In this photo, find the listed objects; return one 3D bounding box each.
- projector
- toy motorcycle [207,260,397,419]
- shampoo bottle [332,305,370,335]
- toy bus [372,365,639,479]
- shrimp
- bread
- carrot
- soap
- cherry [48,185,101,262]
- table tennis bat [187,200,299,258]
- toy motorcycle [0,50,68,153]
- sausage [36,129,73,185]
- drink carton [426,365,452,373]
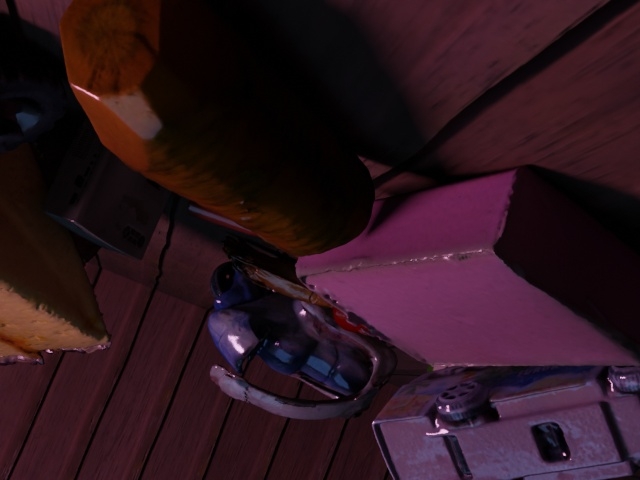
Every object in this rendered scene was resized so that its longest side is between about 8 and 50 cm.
[{"bbox_3d":[-0.228,-0.054,1.093,0.061,0.115,0.147,20,170,21],"label":"projector"},{"bbox_3d":[-0.038,0.155,1.576,0.319,0.182,0.241,22,-163,-6],"label":"toy motorcycle"},{"bbox_3d":[0.171,0.079,1.006,0.314,0.076,0.118,8,178,29],"label":"shampoo bottle"},{"bbox_3d":[0.215,0.143,0.857,0.329,0.109,0.136,-18,-169,31],"label":"toy bus"},{"bbox_3d":[-0.047,0.049,1.485,0.236,0.053,0.133,21,-168,-19],"label":"shrimp"},{"bbox_3d":[-0.397,0.000,1.195,0.345,0.242,0.405,1,162,28],"label":"bread"},{"bbox_3d":[-0.061,-0.073,0.692,0.114,0.114,0.302,16,170,28],"label":"carrot"},{"bbox_3d":[0.121,0.032,0.810,0.181,0.081,0.259,33,156,-25],"label":"soap"},{"bbox_3d":[-0.358,-0.033,1.299,0.192,0.175,0.249,14,169,-33],"label":"cherry"},{"bbox_3d":[0.000,0.000,1.149,0.310,0.038,0.200,18,168,0],"label":"table tennis bat"},{"bbox_3d":[-0.428,-0.060,0.859,0.416,0.172,0.232,-25,164,7],"label":"toy motorcycle"},{"bbox_3d":[-0.416,-0.127,1.212,0.304,0.078,0.078,16,168,24],"label":"sausage"},{"bbox_3d":[0.262,0.194,1.395,0.161,0.108,0.271,14,167,33],"label":"drink carton"}]
